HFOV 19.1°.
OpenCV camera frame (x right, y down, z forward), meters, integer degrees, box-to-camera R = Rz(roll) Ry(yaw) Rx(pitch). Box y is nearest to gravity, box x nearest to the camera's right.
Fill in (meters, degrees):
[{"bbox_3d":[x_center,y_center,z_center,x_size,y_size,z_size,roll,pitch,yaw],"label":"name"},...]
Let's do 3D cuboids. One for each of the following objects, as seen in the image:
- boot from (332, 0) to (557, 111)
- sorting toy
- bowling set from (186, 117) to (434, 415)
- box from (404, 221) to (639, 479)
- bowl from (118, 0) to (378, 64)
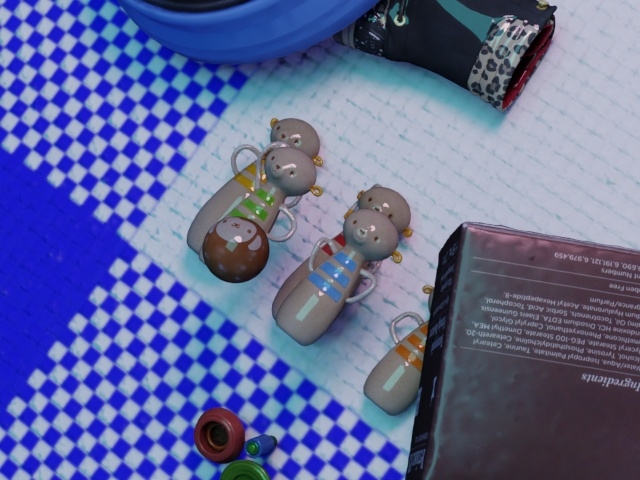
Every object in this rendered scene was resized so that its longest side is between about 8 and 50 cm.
[{"bbox_3d":[0.137,-0.241,1.656,0.178,0.085,0.236,29,86,19],"label":"boot"},{"bbox_3d":[-0.065,0.186,1.630,0.061,0.042,0.102,-34,79,24],"label":"sorting toy"},{"bbox_3d":[0.000,0.000,1.576,0.287,0.200,0.154,39,88,20],"label":"bowling set"},{"bbox_3d":[0.166,0.106,1.468,0.167,0.168,0.203,10,81,-1],"label":"box"},{"bbox_3d":[-0.054,-0.351,1.698,0.391,0.077,0.391,-13,65,30],"label":"bowl"}]
